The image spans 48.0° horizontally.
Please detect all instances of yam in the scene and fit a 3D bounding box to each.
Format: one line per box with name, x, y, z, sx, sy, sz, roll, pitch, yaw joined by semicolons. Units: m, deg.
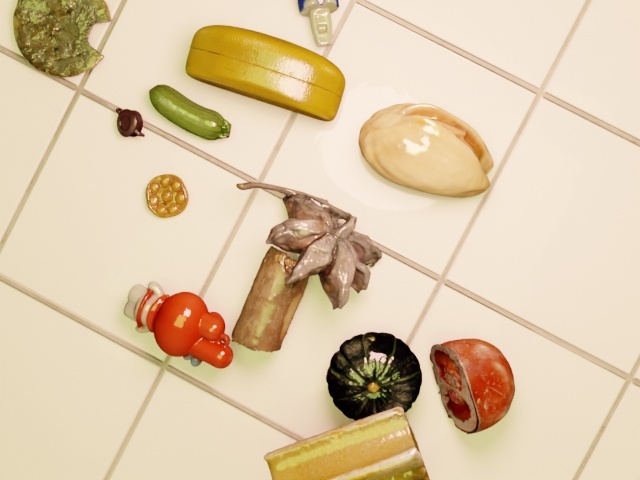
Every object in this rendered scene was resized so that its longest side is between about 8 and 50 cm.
yam;-0.113;0.139;1.676;0.129;0.128;0.238;21;90;25

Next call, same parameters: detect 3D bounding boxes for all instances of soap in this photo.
soap;0.067;0.519;1.586;0.334;0.293;0.156;-21;52;4

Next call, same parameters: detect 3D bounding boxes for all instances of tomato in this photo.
tomato;0.364;0.320;1.650;0.155;0.180;0.214;-15;98;-15

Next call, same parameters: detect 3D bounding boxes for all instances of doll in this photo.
doll;-0.325;0.198;1.684;0.290;0.130;0.161;24;102;12

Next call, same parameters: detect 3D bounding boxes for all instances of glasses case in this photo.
glasses case;-0.125;-0.393;1.648;0.371;0.173;0.141;18;95;3

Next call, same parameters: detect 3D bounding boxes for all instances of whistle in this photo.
whistle;-0.008;-0.577;1.681;0.110;0.092;0.245;-7;89;-7

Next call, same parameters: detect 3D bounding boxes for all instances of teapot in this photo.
teapot;-0.458;-0.285;1.733;0.100;0.045;0.068;50;115;18

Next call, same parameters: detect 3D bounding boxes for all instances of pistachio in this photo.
pistachio;0.240;-0.197;1.633;0.317;0.214;0.194;26;51;-4

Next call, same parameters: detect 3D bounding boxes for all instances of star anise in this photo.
star anise;0.000;0.000;1.613;0.359;0.316;0.139;10;134;-33

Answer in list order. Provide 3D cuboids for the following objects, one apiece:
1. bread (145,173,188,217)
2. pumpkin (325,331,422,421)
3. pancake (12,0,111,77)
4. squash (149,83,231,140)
bread;-0.372;-0.108;1.739;0.109;0.024;0.110;0;91;2
pumpkin;0.124;0.317;1.651;0.220;0.162;0.221;1;95;7
pancake;-0.629;-0.518;1.743;0.253;0.037;0.254;0;90;3
squash;-0.312;-0.301;1.712;0.219;0.068;0.077;27;87;2
